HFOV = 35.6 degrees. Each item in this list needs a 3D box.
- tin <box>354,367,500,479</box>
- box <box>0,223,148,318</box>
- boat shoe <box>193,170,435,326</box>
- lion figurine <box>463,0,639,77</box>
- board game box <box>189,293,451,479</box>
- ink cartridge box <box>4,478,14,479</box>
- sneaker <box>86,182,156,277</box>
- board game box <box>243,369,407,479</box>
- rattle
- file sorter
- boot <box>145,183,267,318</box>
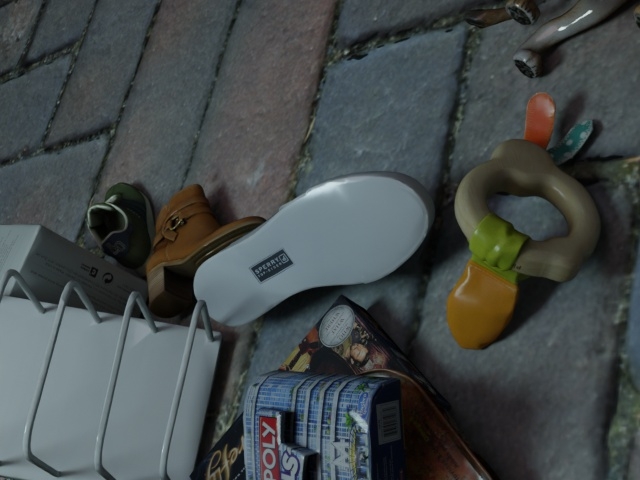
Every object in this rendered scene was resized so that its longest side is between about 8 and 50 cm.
[{"bbox_3d":[0.076,0.191,0.817,0.106,0.040,0.189,-42,60,8],"label":"tin"},{"bbox_3d":[-0.336,0.096,1.228,0.119,0.181,0.182,1,65,46],"label":"box"},{"bbox_3d":[0.000,0.000,1.015,0.301,0.108,0.102,-29,8,38],"label":"boat shoe"},{"bbox_3d":[0.303,-0.250,0.849,0.240,0.142,0.392,-52,35,-6],"label":"lion figurine"},{"bbox_3d":[-0.008,0.191,0.938,0.243,0.042,0.165,-51,40,7],"label":"board game box"},{"bbox_3d":[-0.368,0.270,1.262,0.063,0.029,0.115,-28,47,31],"label":"ink cartridge box"},{"bbox_3d":[-0.271,-0.033,1.323,0.064,0.086,0.192,-46,40,12],"label":"sneaker"},{"bbox_3d":[-0.019,0.208,0.820,0.194,0.060,0.194,-5,89,43],"label":"board game box"},{"bbox_3d":[0.181,-0.019,0.898,0.130,0.143,0.199,0,43,11],"label":"rattle"},{"bbox_3d":[-0.257,0.141,1.009,0.278,0.173,0.193,10,68,1],"label":"file sorter"},{"bbox_3d":[-0.139,-0.013,1.190,0.197,0.073,0.152,-31,41,24],"label":"boot"}]
